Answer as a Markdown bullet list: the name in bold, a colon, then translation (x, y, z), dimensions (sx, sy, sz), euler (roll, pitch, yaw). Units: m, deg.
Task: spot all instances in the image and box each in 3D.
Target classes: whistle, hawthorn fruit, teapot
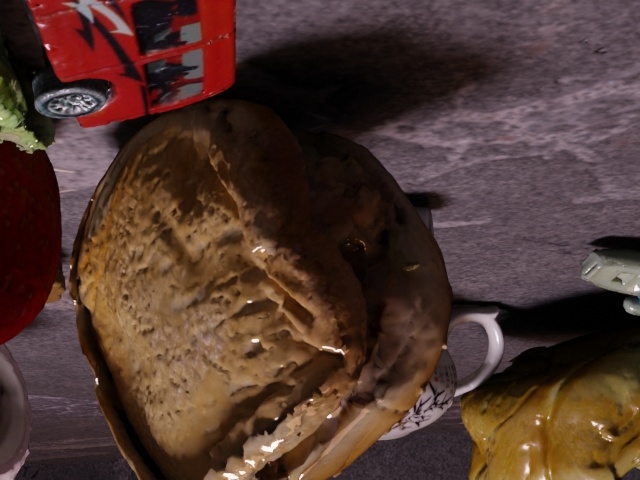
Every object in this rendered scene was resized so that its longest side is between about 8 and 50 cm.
- **whistle**: translation (0.354, 0.044, 1.001), dimensions (0.235, 0.077, 0.114), euler (9, 142, -24)
- **hawthorn fruit**: translation (-0.229, 0.011, 0.609), dimensions (0.157, 0.194, 0.157), euler (-5, 159, -2)
- **teapot**: translation (0.068, 0.135, 1.196), dimensions (0.299, 0.166, 0.208), euler (-7, -176, -18)

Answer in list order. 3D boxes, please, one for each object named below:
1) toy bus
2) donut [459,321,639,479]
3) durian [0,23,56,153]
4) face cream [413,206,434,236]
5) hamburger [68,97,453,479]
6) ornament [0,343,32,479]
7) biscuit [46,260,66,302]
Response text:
- **toy bus**: translation (-0.079, -0.114, 0.399), dimensions (0.089, 0.081, 0.195), euler (-10, 165, -7)
- **donut**: translation (0.329, 0.202, 1.251), dimensions (0.360, 0.170, 0.360), euler (-20, 176, -1)
- **durian**: translation (-0.177, -0.088, 0.411), dimensions (0.106, 0.132, 0.375), euler (-20, 175, -4)
- **face cream**: translation (0.000, 0.000, 0.849), dimensions (0.182, 0.051, 0.072), euler (-3, 168, 10)
- **hamburger**: translation (-0.053, 0.040, 0.651), dimensions (0.286, 0.243, 0.146), euler (5, 175, 44)
- **ornament**: translation (-0.453, 0.198, 1.136), dimensions (0.225, 0.259, 0.259), euler (-13, 162, 14)
- **biscuit**: translation (-0.312, 0.030, 0.940), dimensions (0.170, 0.050, 0.170), euler (-9, 164, -3)
